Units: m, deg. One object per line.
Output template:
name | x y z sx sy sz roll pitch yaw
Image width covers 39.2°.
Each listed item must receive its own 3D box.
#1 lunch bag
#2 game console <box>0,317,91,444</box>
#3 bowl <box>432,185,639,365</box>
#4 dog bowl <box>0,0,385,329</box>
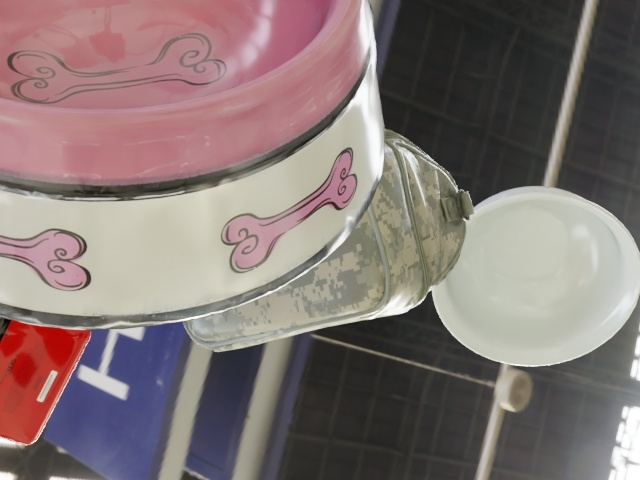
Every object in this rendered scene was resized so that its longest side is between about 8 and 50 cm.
lunch bag | 0.000 0.000 1.064 0.256 0.305 0.213 -3 -102 -57
game console | -0.310 0.109 0.888 0.124 0.085 0.144 25 -78 -21
bowl | 0.313 0.032 1.344 0.134 0.298 0.298 -81 -33 -60
dog bowl | -0.144 -0.140 0.651 0.408 0.408 0.150 -33 -30 -31
